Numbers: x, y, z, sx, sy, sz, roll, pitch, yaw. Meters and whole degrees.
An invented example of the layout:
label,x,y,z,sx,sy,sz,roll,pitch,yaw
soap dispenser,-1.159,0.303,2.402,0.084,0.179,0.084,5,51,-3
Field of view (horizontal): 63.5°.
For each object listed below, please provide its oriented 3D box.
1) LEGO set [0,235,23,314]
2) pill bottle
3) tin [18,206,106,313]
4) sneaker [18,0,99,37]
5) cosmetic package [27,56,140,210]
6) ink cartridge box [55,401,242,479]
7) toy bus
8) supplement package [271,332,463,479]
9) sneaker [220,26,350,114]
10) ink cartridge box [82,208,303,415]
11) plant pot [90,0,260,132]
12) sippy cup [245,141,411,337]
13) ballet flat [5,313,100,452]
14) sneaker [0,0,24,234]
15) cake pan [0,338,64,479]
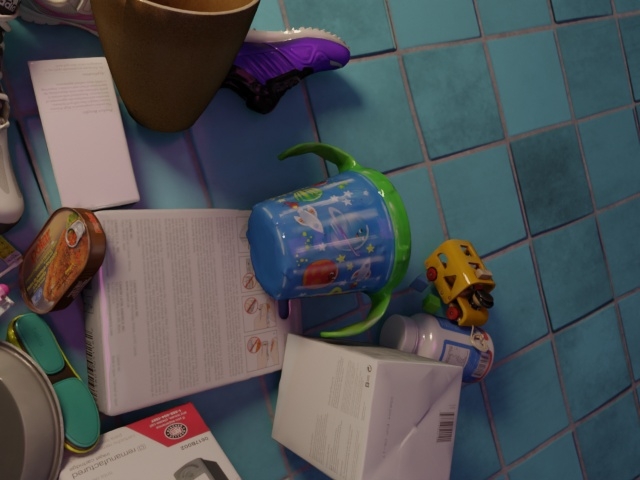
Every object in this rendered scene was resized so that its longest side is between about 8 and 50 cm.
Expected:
label,x,y,z,sx,sy,sz,roll,pitch,yaw
LEGO set,-0.528,-0.015,0.724,0.107,0.132,0.287,-44,100,-28
pill bottle,0.238,0.219,1.075,0.221,0.124,0.124,18,81,-24
tin,-0.384,0.030,0.767,0.106,0.189,0.040,54,25,13
sneaker,-0.358,-0.381,0.811,0.252,0.111,0.103,-2,90,-26
cosmetic package,-0.372,-0.162,0.818,0.117,0.085,0.231,-12,96,-25
ink cartridge box,-0.218,0.407,0.728,0.226,0.306,0.131,-10,126,-41
toy bus,0.306,0.092,1.074,0.202,0.104,0.191,36,37,1
supplement package,0.074,0.286,0.905,0.197,0.262,0.200,12,84,-34
sneaker,-0.085,-0.304,0.950,0.293,0.102,0.146,-4,91,-18
ink cartridge box,-0.208,0.100,0.909,0.384,0.091,0.309,-4,90,-42
plant pot,-0.229,-0.298,0.780,0.237,0.254,0.237,11,51,-14
sippy cup,0.000,0.000,0.902,0.223,0.240,0.306,-11,50,-27
ballet flat,-0.403,0.217,0.768,0.231,0.077,0.077,56,27,13
sneaker,-0.470,-0.243,0.676,0.257,0.169,0.448,-26,99,6
cake pan,-0.495,0.275,0.689,0.292,0.054,0.294,-1,83,4
